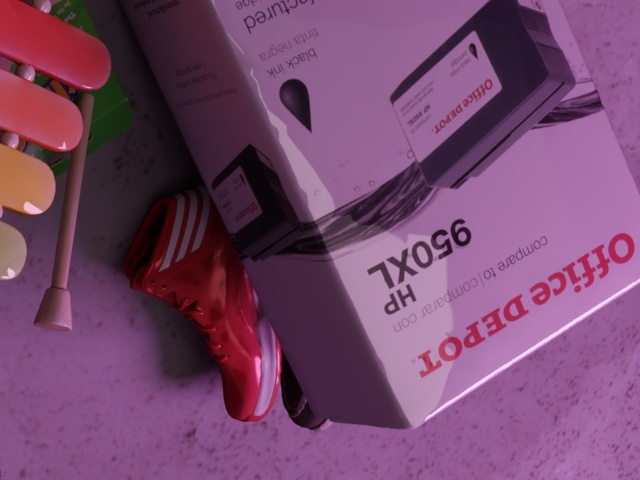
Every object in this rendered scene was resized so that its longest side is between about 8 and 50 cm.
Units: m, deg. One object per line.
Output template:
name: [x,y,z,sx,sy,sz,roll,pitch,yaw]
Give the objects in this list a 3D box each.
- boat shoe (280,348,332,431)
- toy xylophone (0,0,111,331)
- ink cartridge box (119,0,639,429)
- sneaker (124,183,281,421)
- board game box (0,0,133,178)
boat shoe: [0.000,0.000,1.421,0.095,0.112,0.335,12,96,-24]
toy xylophone: [-0.237,-0.054,1.116,0.236,0.081,0.323,13,79,-45]
ink cartridge box: [0.062,-0.088,1.278,0.285,0.166,0.395,-29,101,-23]
sneaker: [-0.108,0.058,1.380,0.128,0.087,0.221,-9,103,-27]
board game box: [-0.236,-0.161,1.194,0.124,0.039,0.259,-37,126,-20]
